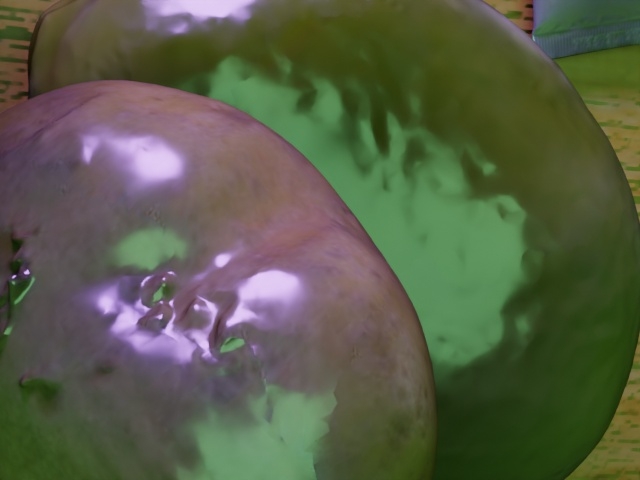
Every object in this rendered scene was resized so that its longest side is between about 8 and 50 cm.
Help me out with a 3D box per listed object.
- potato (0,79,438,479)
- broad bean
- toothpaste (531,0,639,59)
[{"bbox_3d":[-0.080,0.070,0.439,0.141,0.296,0.192,-22,77,-49],"label":"potato"},{"bbox_3d":[0.000,0.000,0.556,0.238,0.119,0.291,-45,101,2],"label":"broad bean"},{"bbox_3d":[0.123,-0.246,0.594,0.100,0.066,0.323,-11,103,-11],"label":"toothpaste"}]
